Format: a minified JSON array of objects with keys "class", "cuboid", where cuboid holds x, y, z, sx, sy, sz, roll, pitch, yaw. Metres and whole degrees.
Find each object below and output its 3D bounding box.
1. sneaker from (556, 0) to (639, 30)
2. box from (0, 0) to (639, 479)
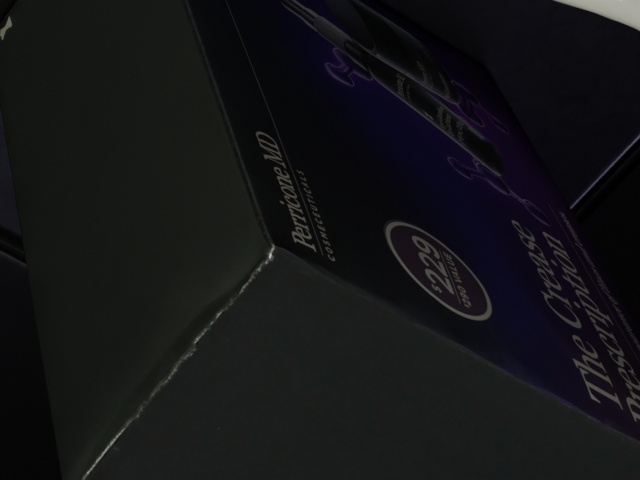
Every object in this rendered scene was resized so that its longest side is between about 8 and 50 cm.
[{"class":"sneaker","cuboid":[0.171,-0.107,0.728,0.258,0.094,0.091,18,136,-21]},{"class":"box","cuboid":[0.000,0.000,0.636,0.184,0.261,0.103,26,114,-29]}]
